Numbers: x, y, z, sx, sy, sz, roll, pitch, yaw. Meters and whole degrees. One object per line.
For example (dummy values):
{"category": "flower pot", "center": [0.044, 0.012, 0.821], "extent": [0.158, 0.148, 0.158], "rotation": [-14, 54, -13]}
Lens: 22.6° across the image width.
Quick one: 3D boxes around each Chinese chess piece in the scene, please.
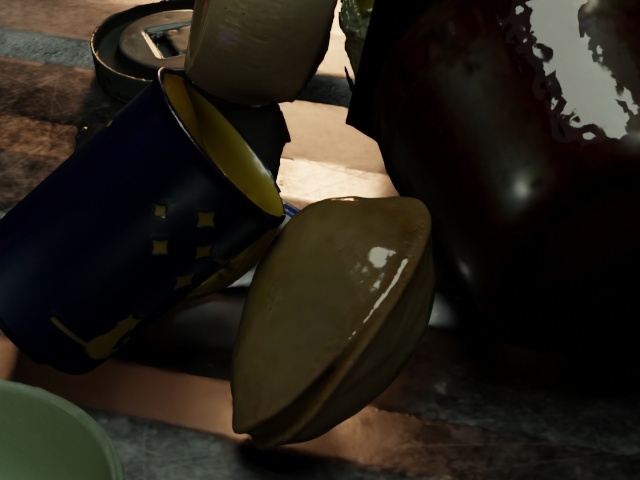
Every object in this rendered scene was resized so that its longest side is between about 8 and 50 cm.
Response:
{"category": "Chinese chess piece", "center": [-0.052, -0.318, 1.811], "extent": [0.140, 0.338, 0.338], "rotation": [13, 33, -9]}

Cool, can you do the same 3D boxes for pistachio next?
{"category": "pistachio", "center": [0.013, 0.072, 1.440], "extent": [0.163, 0.213, 0.260], "rotation": [32, 47, -12]}

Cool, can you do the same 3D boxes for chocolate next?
{"category": "chocolate", "center": [0.233, -0.060, 1.511], "extent": [0.383, 0.384, 0.331], "rotation": [-5, 57, -7]}

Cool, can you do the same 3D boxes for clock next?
{"category": "clock", "center": [-0.174, -0.233, 2.006], "extent": [0.226, 0.049, 0.226], "rotation": [1, 35, -1]}

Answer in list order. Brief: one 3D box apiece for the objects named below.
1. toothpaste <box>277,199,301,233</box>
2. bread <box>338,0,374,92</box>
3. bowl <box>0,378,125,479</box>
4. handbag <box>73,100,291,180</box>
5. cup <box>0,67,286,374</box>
{"category": "toothpaste", "center": [0.000, 0.000, 1.679], "extent": [0.052, 0.033, 0.218], "rotation": [-35, 49, -30]}
{"category": "bread", "center": [0.118, -0.249, 1.838], "extent": [0.158, 0.261, 0.156], "rotation": [-3, 30, 30]}
{"category": "bowl", "center": [-0.291, 0.250, 1.189], "extent": [0.307, 0.163, 0.307], "rotation": [0, 35, 0]}
{"category": "handbag", "center": [-0.165, -0.076, 1.717], "extent": [0.247, 0.080, 0.223], "rotation": [-5, 34, 10]}
{"category": "cup", "center": [-0.155, 0.014, 1.495], "extent": [0.256, 0.255, 0.178], "rotation": [-40, 32, 13]}
